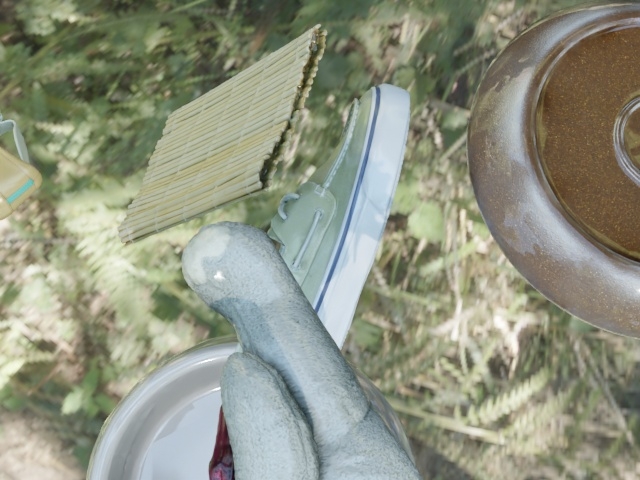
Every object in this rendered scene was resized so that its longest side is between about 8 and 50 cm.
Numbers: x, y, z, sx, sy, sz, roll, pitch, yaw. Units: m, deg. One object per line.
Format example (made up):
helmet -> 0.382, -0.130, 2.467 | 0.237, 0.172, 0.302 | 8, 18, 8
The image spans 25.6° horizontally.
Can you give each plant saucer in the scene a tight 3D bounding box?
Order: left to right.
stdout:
plant saucer -> 0.276, -0.072, 1.157 | 0.310, 0.311, 0.050 | 25, 157, 1

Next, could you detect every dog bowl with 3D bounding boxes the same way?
dog bowl -> -0.072, 0.258, 1.397 | 0.348, 0.102, 0.349 | 0, 79, 1

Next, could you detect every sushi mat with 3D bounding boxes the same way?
sushi mat -> -0.095, -0.086, 1.260 | 0.019, 0.151, 0.316 | 29, 159, -22

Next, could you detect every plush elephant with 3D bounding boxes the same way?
plush elephant -> -0.056, 0.212, 0.936 | 0.255, 0.272, 0.330 | -31, 61, -7

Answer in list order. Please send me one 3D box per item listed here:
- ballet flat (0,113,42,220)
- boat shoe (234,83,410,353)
ballet flat -> -0.339, -0.104, 1.407 | 0.073, 0.232, 0.080 | -34, 141, -7
boat shoe -> 0.000, 0.000, 1.244 | 0.094, 0.109, 0.302 | 18, 88, -4
